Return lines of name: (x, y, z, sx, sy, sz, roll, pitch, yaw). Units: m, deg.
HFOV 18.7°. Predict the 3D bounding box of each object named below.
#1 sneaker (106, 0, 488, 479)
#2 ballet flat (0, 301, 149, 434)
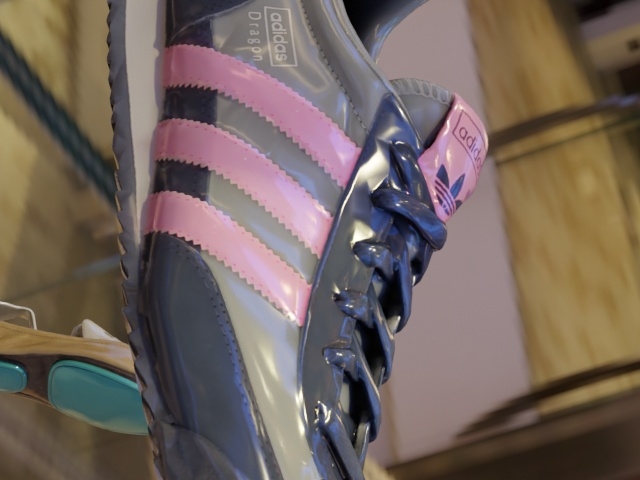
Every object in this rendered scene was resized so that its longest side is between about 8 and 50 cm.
sneaker: (0.000, 0.000, 0.688, 0.112, 0.131, 0.319, 72, 8, -56)
ballet flat: (-0.201, 0.082, 1.427, 0.080, 0.232, 0.073, 112, -11, -50)
